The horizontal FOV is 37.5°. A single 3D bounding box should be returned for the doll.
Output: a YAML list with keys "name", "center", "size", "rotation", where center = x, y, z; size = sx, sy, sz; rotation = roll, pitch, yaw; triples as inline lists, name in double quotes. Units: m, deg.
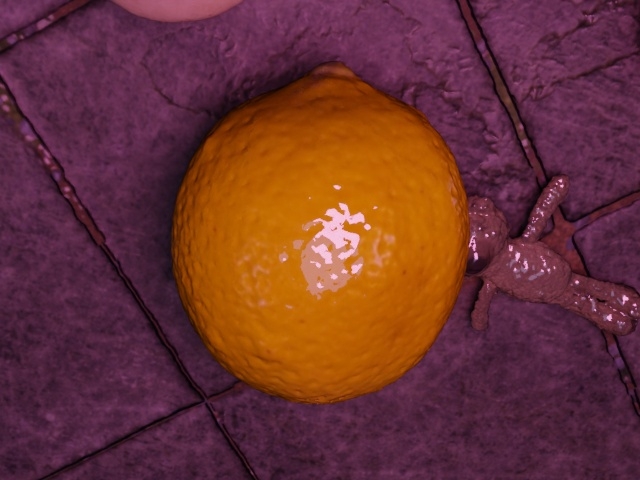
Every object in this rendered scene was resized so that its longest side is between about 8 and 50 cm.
- name: "doll"
  center: [0.252, 0.046, 1.137]
  size: [0.202, 0.091, 0.286]
  rotation: [-30, 121, 21]

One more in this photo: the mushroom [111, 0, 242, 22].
- name: "mushroom"
  center: [-0.137, -0.318, 0.909]
  size: [0.246, 0.202, 0.246]
  rotation: [1, 68, -1]

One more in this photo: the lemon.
- name: "lemon"
  center: [-0.001, 0.002, 0.976]
  size: [0.336, 0.336, 0.336]
  rotation: [-1, 112, -3]
